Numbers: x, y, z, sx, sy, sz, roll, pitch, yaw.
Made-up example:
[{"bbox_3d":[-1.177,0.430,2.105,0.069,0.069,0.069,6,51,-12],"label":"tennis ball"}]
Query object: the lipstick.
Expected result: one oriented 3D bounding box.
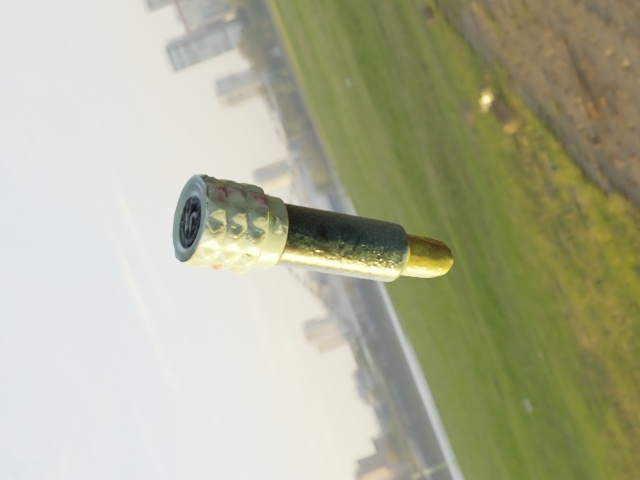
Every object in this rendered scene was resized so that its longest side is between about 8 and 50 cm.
[{"bbox_3d":[0.000,0.000,0.545,0.037,0.116,0.037,-28,57,56],"label":"lipstick"}]
